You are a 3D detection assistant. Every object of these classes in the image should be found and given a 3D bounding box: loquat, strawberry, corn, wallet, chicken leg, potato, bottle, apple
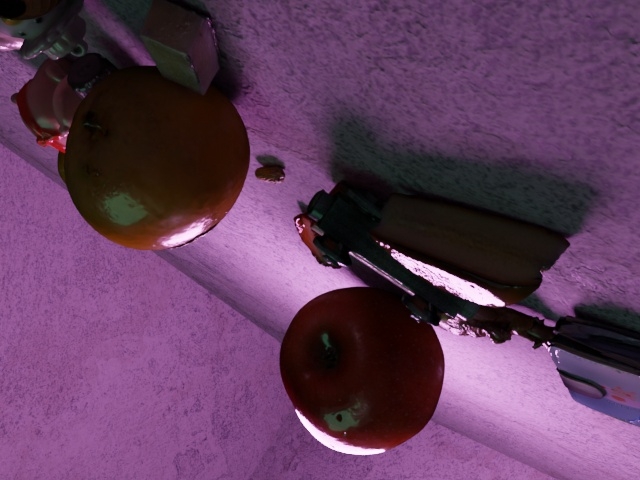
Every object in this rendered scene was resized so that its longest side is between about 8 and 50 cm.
[{"bbox_3d":[-0.223,-0.111,1.075,0.263,0.263,0.263,30,167,8],"label":"loquat"},{"bbox_3d":[0.003,-0.002,1.431,0.103,0.048,0.152,30,155,38],"label":"strawberry"},{"bbox_3d":[-0.083,-0.108,1.269,0.083,0.027,0.028,15,142,57],"label":"corn"},{"bbox_3d":[0.438,0.202,1.135,0.176,0.075,0.250,18,160,35],"label":"wallet"},{"bbox_3d":[0.270,0.119,1.214,0.207,0.085,0.101,15,149,25],"label":"chicken leg"},{"bbox_3d":[-0.164,-0.231,0.938,0.086,0.061,0.122,27,167,9],"label":"potato"},{"bbox_3d":[-0.303,-0.197,1.250,0.112,0.112,0.260,23,165,30],"label":"bottle"},{"bbox_3d":[0.079,0.256,1.567,0.348,0.349,0.276,20,180,40],"label":"apple"}]

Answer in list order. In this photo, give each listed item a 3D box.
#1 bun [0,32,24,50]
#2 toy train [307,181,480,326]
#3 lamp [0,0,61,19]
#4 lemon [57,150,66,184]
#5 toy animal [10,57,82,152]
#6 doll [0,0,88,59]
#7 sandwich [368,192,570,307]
[{"bbox_3d":[-0.481,-0.339,1.121,0.172,0.120,0.173,27,167,7],"label":"bun"},{"bbox_3d":[0.104,0.016,1.135,0.285,0.116,0.177,32,-172,-6],"label":"toy train"},{"bbox_3d":[-0.346,-0.318,0.875,0.136,0.136,0.136,30,167,8],"label":"lamp"},{"bbox_3d":[-0.436,-0.164,1.539,0.170,0.170,0.207,36,167,-19],"label":"lemon"},{"bbox_3d":[-0.432,-0.228,1.354,0.197,0.171,0.171,8,154,42],"label":"toy animal"},{"bbox_3d":[-0.412,-0.337,0.982,0.293,0.138,0.119,44,-158,-34],"label":"doll"},{"bbox_3d":[0.186,0.015,0.978,0.258,0.094,0.096,22,159,41],"label":"sandwich"}]
